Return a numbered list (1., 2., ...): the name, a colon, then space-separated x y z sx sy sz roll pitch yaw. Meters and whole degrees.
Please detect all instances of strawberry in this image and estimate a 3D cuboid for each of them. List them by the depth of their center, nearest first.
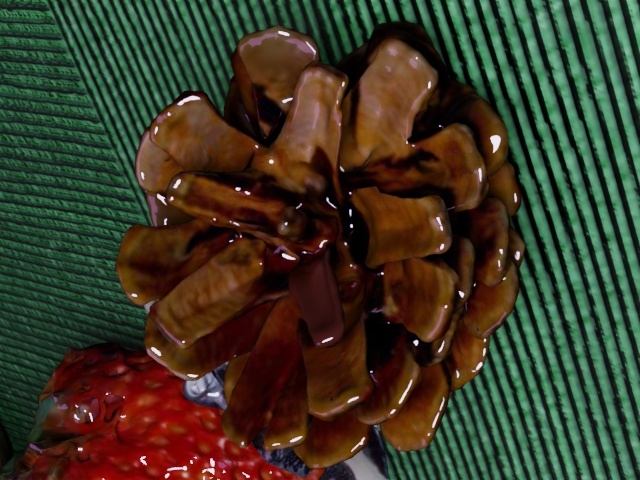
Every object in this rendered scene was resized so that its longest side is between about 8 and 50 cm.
1. strawberry: -0.098 0.218 1.095 0.288 0.238 0.250 36 151 4

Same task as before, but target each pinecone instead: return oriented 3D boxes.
1. pinecone: -0.002 0.001 0.791 0.202 0.201 0.228 23 119 19

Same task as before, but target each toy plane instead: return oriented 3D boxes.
1. toy plane: -0.014 0.102 0.919 0.192 0.088 0.262 29 -156 -40

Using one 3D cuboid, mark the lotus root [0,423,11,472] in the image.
1. lotus root: -0.378 0.167 1.471 0.173 0.173 0.309 -2 129 51
